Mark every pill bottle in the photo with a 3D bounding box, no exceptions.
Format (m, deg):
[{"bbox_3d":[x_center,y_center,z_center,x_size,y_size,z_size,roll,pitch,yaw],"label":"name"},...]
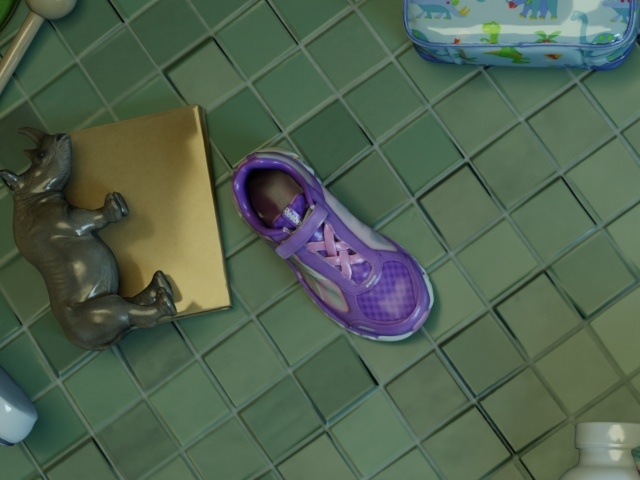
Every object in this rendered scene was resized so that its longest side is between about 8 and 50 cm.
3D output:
[{"bbox_3d":[0.253,0.251,1.678,0.103,0.103,0.184,1,81,13],"label":"pill bottle"}]

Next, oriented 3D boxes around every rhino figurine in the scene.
[{"bbox_3d":[-0.230,-0.006,1.823,0.106,0.073,0.243,-31,74,3],"label":"rhino figurine"}]

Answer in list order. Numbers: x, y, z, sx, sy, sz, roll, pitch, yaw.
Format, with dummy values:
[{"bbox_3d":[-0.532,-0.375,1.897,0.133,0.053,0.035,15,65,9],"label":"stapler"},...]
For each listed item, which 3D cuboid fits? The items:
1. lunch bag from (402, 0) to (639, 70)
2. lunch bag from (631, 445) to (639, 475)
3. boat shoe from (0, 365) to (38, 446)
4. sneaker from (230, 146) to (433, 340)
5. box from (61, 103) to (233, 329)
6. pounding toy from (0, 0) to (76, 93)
[{"bbox_3d":[0.188,-0.249,1.786,0.219,0.090,0.176,1,82,13],"label":"lunch bag"},{"bbox_3d":[0.424,0.221,1.615,0.262,0.160,0.223,-15,73,-27],"label":"lunch bag"},{"bbox_3d":[-0.436,0.114,1.838,0.367,0.136,0.156,35,89,19],"label":"boat shoe"},{"bbox_3d":[0.000,0.000,1.778,0.236,0.104,0.095,43,90,15],"label":"sneaker"},{"bbox_3d":[-0.176,-0.017,1.861,0.164,0.021,0.201,-12,78,10],"label":"box"},{"bbox_3d":[-0.373,-0.259,1.901,0.237,0.110,0.183,40,91,16],"label":"pounding toy"}]
